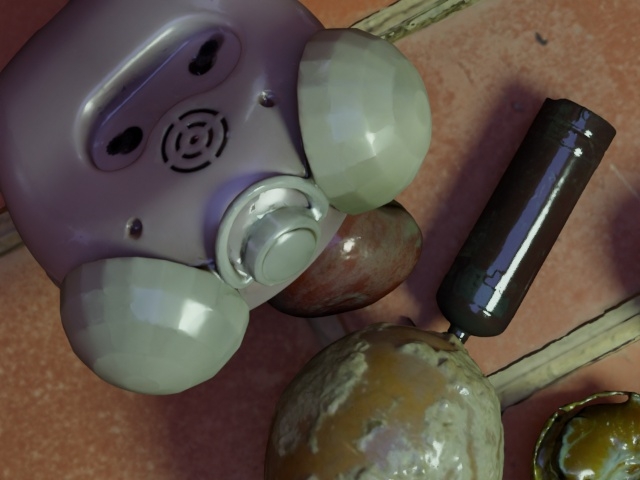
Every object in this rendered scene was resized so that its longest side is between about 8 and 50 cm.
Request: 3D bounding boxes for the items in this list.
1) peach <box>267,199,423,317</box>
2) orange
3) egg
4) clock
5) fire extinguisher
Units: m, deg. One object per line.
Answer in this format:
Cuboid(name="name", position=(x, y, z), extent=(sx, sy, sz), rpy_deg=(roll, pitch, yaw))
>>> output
Cuboid(name="peach", position=(0.000, 0.000, 1.332), extent=(0.152, 0.152, 0.152), rpy_deg=(0, 89, -1))
Cuboid(name="orange", position=(0.255, 0.219, 1.332), extent=(0.160, 0.112, 0.170), rpy_deg=(35, 76, 16))
Cuboid(name="egg", position=(0.049, 0.186, 1.291), extent=(0.203, 0.203, 0.245), rpy_deg=(26, 100, -1))
Cuboid(name="clock", position=(-0.106, -0.072, 1.233), extent=(0.342, 0.184, 0.326), rpy_deg=(-47, 53, 3))
Cuboid(name="fire extinguisher", position=(0.161, -0.001, 1.361), extent=(0.089, 0.072, 0.268), rpy_deg=(29, 89, 34))
